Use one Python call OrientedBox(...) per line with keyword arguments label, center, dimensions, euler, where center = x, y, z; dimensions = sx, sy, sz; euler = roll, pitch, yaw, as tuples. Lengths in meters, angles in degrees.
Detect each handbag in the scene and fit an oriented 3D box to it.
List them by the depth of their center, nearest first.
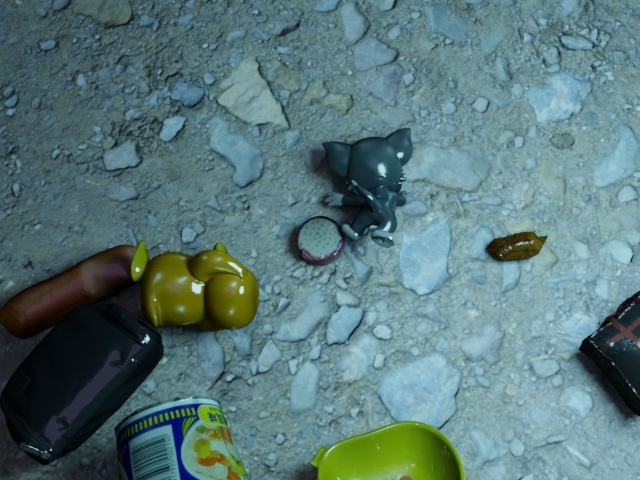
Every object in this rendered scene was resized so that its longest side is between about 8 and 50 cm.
OrientedBox(label="handbag", center=(-0.435, 0.239, 1.349), dimensions=(0.178, 0.275, 0.302), euler=(40, 75, 5))
OrientedBox(label="handbag", center=(0.600, 0.187, 1.387), dimensions=(0.215, 0.155, 0.169), euler=(-38, 65, -9))

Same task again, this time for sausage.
OrientedBox(label="sausage", center=(-0.490, 0.100, 1.509), dimensions=(0.300, 0.083, 0.089), euler=(-26, 70, -10))

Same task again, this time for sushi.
OrientedBox(label="sushi", center=(0.394, 0.008, 1.516), dimensions=(0.117, 0.062, 0.060), euler=(1, 37, 1))

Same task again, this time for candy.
OrientedBox(label="candy", center=(0.000, 0.000, 1.543), dimensions=(0.103, 0.043, 0.103), euler=(-1, 69, 1))

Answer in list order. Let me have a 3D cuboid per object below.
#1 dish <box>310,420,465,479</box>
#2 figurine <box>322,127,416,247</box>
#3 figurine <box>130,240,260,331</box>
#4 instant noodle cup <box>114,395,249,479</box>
OrientedBox(label="dish", center=(0.120, 0.442, 1.321), dimensions=(0.262, 0.108, 0.221), euler=(-10, 38, -1))
OrientedBox(label="figurine", center=(0.093, -0.103, 1.522), dimensions=(0.193, 0.140, 0.265), euler=(-5, 39, 13))
OrientedBox(label="figurine", center=(-0.237, 0.096, 1.442), dimensions=(0.228, 0.215, 0.215), euler=(-12, 69, -14))
OrientedBox(label="instant noodle cup", center=(-0.228, 0.446, 1.289), dimensions=(0.284, 0.284, 0.313), euler=(-18, 62, -4))
